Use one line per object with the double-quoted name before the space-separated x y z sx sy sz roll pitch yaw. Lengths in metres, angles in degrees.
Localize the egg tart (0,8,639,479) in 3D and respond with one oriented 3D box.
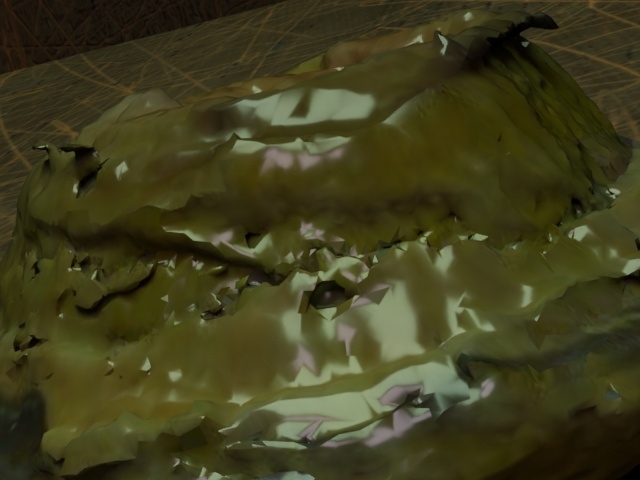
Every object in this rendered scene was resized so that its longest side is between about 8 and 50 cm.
"egg tart" 0.000 0.000 0.556 0.352 0.150 0.352 -13 13 3
